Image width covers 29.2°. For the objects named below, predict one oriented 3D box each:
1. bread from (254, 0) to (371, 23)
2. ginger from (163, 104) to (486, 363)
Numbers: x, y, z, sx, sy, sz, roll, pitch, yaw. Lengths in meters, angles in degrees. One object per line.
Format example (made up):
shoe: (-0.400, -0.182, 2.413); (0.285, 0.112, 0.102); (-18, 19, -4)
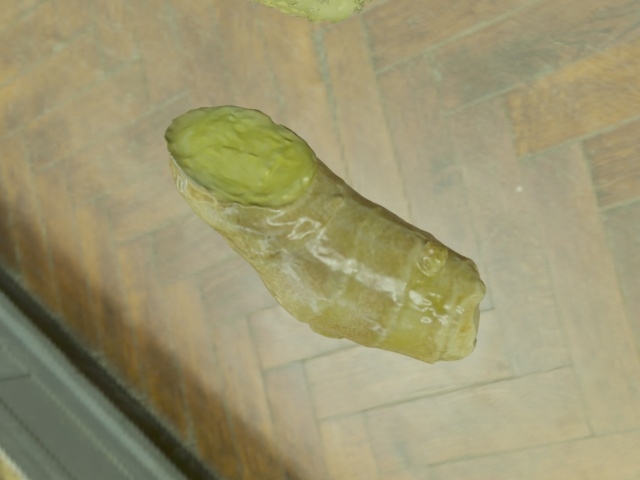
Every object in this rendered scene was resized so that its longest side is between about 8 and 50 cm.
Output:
bread: (-0.106, -0.360, 1.213); (0.279, 0.315, 0.248); (20, 92, 47)
ginger: (0.000, 0.000, 1.153); (0.354, 0.126, 0.190); (41, 140, -11)
